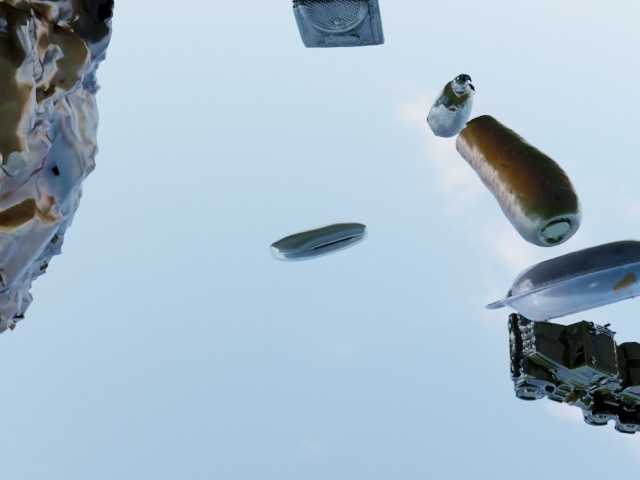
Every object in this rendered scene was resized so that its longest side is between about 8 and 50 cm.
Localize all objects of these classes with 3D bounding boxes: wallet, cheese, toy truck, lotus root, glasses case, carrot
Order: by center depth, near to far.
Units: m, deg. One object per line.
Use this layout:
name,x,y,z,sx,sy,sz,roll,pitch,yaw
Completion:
cheese,0.266,0.028,0.709,0.244,0.052,0.135,-18,169,20
carrot,0.232,-0.074,0.925,0.087,0.087,0.193,-5,-136,-18
toy truck,0.383,0.175,1.121,0.257,0.127,0.127,18,-125,-16
wallet,0.027,-0.321,1.175,0.129,0.088,0.026,1,-132,17
glasses case,0.000,0.000,1.268,0.178,0.045,0.067,-16,-164,-38
lotus root,0.265,-0.269,1.594,0.088,0.165,0.088,8,-129,-10

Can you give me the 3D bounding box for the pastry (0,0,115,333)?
pastry,-0.263,-0.108,0.451,0.292,0.405,0.337,6,-125,-6
